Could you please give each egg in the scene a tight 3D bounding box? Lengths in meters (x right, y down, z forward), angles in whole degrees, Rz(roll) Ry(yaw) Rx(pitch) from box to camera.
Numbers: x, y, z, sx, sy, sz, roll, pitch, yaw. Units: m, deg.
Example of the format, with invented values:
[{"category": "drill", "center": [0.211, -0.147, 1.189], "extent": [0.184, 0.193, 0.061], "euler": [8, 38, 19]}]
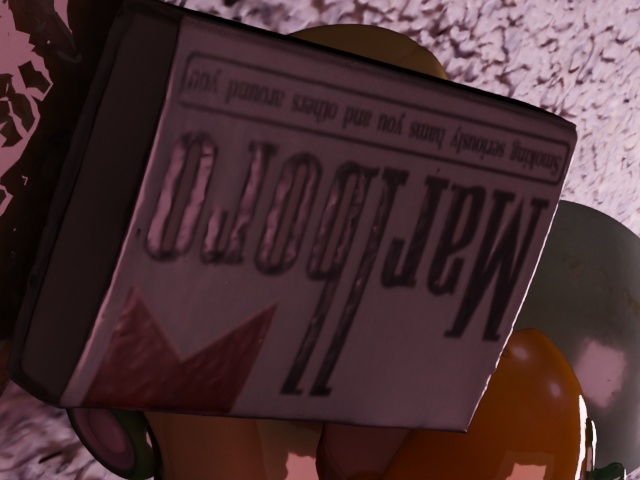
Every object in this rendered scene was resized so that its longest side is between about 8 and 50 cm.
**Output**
[{"category": "egg", "center": [0.134, 0.064, 1.020], "extent": [0.168, 0.168, 0.231], "euler": [-49, 155, -9]}]

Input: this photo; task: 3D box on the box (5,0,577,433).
[{"category": "box", "center": [0.000, 0.000, 0.523], "extent": [0.177, 0.036, 0.115], "euler": [9, 105, -45]}]

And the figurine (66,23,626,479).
[{"category": "figurine", "center": [0.011, 0.055, 0.700], "extent": [0.124, 0.222, 0.325], "euler": [-34, 152, -33]}]

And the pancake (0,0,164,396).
[{"category": "pancake", "center": [-0.171, -0.056, 0.364], "extent": [0.387, 0.082, 0.387], "euler": [-38, 145, -32]}]
